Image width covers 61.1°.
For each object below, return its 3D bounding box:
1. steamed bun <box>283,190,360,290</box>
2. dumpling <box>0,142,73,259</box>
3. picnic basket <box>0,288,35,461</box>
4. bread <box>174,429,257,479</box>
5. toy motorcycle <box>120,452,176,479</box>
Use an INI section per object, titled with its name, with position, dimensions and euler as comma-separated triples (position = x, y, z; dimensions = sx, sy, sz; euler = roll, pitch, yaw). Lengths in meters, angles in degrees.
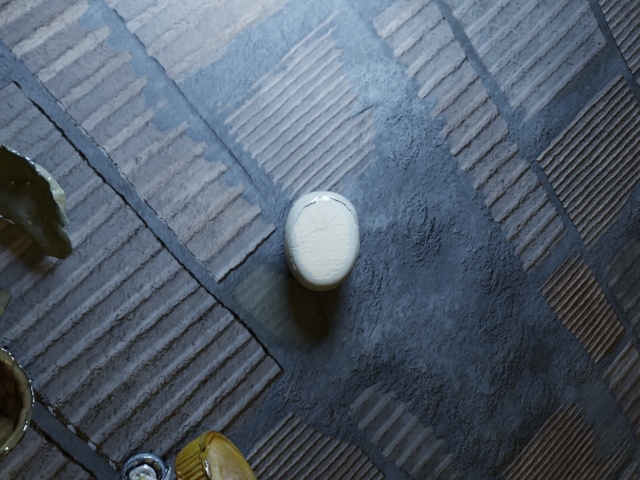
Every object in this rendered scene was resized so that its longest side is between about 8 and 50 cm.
[steamed bun]
position = 0.000, 0.000, 1.249
dimensions = 0.177, 0.131, 0.228
euler = -4, 99, -12
[dumpling]
position = -0.576, -0.117, 1.023
dimensions = 0.166, 0.086, 0.332
euler = -39, 113, 21
[picnic basket]
position = -0.627, 0.221, 0.904
dimensions = 0.337, 0.293, 0.337
euler = -2, 120, -4
[bread]
position = -0.230, 0.524, 1.190
dimensions = 0.104, 0.199, 0.199
euler = -36, 109, 5
[toy motorcycle]
position = -0.345, 0.644, 1.194
dimensions = 0.222, 0.108, 0.341
euler = 10, 85, -17
